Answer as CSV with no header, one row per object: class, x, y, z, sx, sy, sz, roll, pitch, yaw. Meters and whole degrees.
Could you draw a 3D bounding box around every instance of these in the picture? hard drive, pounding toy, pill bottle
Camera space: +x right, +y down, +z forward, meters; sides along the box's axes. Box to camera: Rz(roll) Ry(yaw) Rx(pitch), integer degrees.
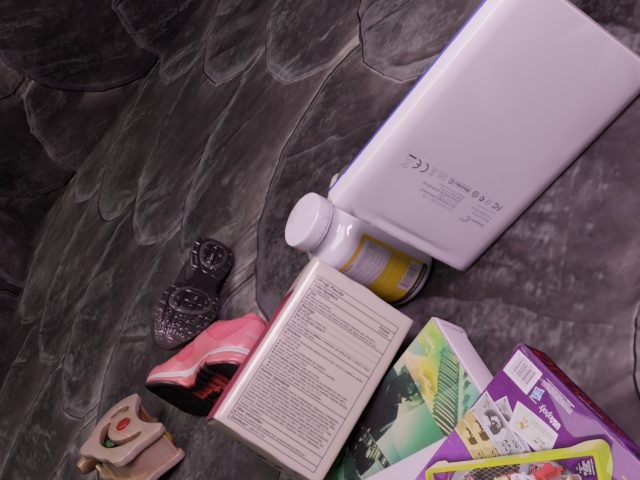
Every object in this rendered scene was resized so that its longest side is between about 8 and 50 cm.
hard drive,0.187,-0.119,0.927,0.318,0.210,0.040,-50,31,26
pounding toy,-0.340,0.398,1.564,0.270,0.154,0.154,-6,34,48
pill bottle,0.049,0.008,1.088,0.103,0.184,0.103,-40,36,38

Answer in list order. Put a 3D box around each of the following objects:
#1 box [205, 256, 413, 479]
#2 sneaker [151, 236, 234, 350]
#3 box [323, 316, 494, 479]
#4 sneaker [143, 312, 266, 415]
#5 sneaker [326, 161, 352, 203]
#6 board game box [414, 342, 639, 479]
box,-0.016,0.163,1.029,0.232,0.149,0.127,-57,3,-19
sneaker,-0.248,0.120,1.584,0.130,0.109,0.286,-57,5,37
box,0.092,0.275,0.932,0.322,0.059,0.232,-54,30,16
sneaker,-0.188,0.212,1.445,0.314,0.116,0.136,-25,33,45
sneaker,0.048,-0.049,1.263,0.086,0.064,0.192,-41,32,45
board game box,0.215,0.269,0.675,0.208,0.056,0.347,-53,40,13
